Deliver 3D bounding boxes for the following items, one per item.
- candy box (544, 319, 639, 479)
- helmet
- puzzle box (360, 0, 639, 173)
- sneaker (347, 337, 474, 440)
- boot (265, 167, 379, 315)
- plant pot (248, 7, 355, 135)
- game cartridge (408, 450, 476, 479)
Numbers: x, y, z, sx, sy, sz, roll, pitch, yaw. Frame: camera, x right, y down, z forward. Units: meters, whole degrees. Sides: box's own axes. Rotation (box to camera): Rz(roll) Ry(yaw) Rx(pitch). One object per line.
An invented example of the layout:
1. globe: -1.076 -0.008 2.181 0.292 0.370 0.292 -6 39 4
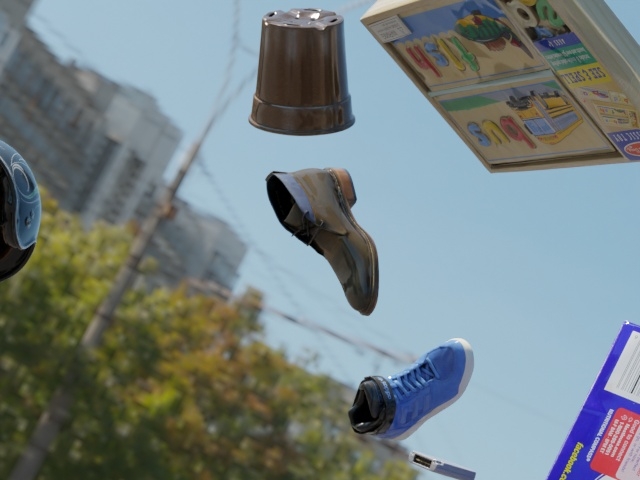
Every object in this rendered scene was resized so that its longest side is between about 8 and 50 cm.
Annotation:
1. candy box: 0.308 0.259 1.527 0.122 0.268 0.317 22 -14 30
2. helmet: -0.394 -0.036 1.880 0.169 0.169 0.161 26 -8 1
3. puzzle box: 0.228 -0.195 1.903 0.272 0.052 0.409 47 -17 -15
4. sneaker: 0.090 0.156 1.746 0.085 0.058 0.152 9 -44 -42
5. boot: 0.000 0.000 2.058 0.106 0.219 0.082 4 -40 -28
6. plant pot: -0.027 -0.262 2.535 0.167 0.165 0.167 1 21 0
7. game cartridge: 0.135 0.247 1.808 0.056 0.017 0.083 15 -3 -17
